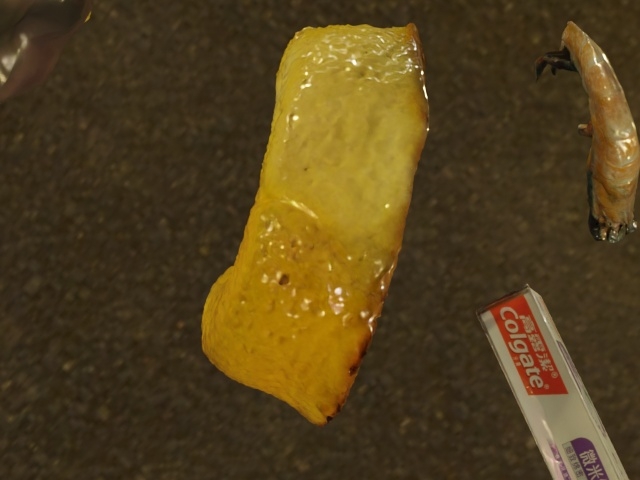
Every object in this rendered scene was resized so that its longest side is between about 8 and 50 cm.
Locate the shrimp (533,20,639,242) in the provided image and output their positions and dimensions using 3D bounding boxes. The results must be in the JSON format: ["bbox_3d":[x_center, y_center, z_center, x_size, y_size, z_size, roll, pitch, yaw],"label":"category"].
[{"bbox_3d":[0.226,-0.090,1.343,0.046,0.219,0.152,-21,51,-4],"label":"shrimp"}]

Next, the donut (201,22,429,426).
[{"bbox_3d":[0.002,-0.003,0.945,0.101,0.259,0.152,17,14,-9],"label":"donut"}]

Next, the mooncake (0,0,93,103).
[{"bbox_3d":[-0.234,-0.185,0.607,0.381,0.212,0.350,-84,151,-79],"label":"mooncake"}]

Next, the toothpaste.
[{"bbox_3d":[0.153,0.123,0.947,0.196,0.040,0.047,66,11,14],"label":"toothpaste"}]

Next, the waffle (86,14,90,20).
[{"bbox_3d":[-0.258,-0.261,1.083,0.260,0.069,0.293,23,33,-57],"label":"waffle"}]
